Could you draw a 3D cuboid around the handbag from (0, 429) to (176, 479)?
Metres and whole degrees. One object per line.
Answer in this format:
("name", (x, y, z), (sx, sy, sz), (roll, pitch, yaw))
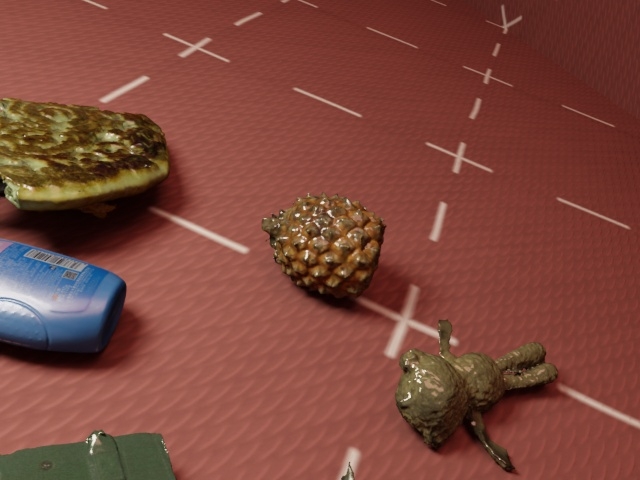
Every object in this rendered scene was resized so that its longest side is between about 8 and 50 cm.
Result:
("handbag", (-0.232, 0.285, 0.603), (0.247, 0.079, 0.260), (0, 36, -30))

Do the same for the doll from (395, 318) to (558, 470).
("doll", (0.218, 0.189, 0.962), (0.286, 0.091, 0.203), (-38, 96, -40))

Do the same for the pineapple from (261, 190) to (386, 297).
("pineapple", (0.000, 0.000, 1.059), (0.193, 0.166, 0.166), (18, 33, 0))

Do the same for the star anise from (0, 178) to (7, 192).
("star anise", (-0.532, -0.120, 1.042), (0.204, 0.061, 0.180), (28, 34, 14))

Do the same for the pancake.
("pancake", (-0.389, -0.133, 1.072), (0.304, 0.067, 0.427), (10, 26, -14))

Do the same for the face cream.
("face cream", (-0.382, 0.059, 0.842), (0.263, 0.083, 0.149), (17, 33, -4))

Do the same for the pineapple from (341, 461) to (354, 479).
("pineapple", (0.001, 0.356, 0.555), (0.165, 0.166, 0.364), (28, 32, 13))

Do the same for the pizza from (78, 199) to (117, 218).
("pizza", (-0.374, -0.072, 1.061), (0.130, 0.041, 0.178), (21, 23, -2))
